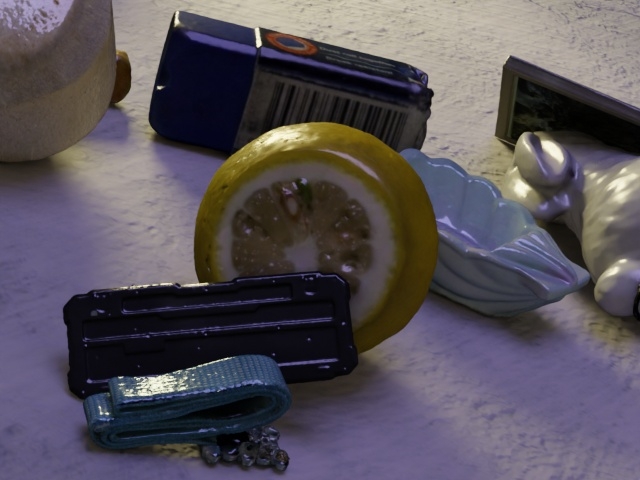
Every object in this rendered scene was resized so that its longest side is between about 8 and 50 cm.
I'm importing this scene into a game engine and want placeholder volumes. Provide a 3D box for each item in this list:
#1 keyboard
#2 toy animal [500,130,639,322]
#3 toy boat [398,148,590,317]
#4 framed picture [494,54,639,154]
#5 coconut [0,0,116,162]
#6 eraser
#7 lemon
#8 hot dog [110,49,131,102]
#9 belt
[{"bbox_3d":[-0.099,0.085,1.482,0.262,0.016,0.106,-5,76,-7],"label":"keyboard"},{"bbox_3d":[0.348,-0.038,1.992,0.258,0.194,0.357,-15,29,-33],"label":"toy animal"},{"bbox_3d":[0.162,-0.001,1.864,0.290,0.100,0.199,34,30,28],"label":"toy boat"},{"bbox_3d":[0.342,-0.141,2.131,0.240,0.020,0.324,24,-10,7],"label":"framed picture"},{"bbox_3d":[-0.340,-0.210,1.788,0.237,0.266,0.237,1,68,-2],"label":"coconut"},{"bbox_3d":[-0.036,-0.165,1.986,0.332,0.155,0.101,13,25,-10],"label":"eraser"},{"bbox_3d":[0.000,0.000,1.618,0.240,0.240,0.219,23,8,6],"label":"lemon"},{"bbox_3d":[-0.365,-0.225,1.966,0.286,0.088,0.061,17,27,-18],"label":"hot dog"},{"bbox_3d":[-0.116,0.156,1.432,0.179,0.100,0.065,-5,34,-13],"label":"belt"}]
